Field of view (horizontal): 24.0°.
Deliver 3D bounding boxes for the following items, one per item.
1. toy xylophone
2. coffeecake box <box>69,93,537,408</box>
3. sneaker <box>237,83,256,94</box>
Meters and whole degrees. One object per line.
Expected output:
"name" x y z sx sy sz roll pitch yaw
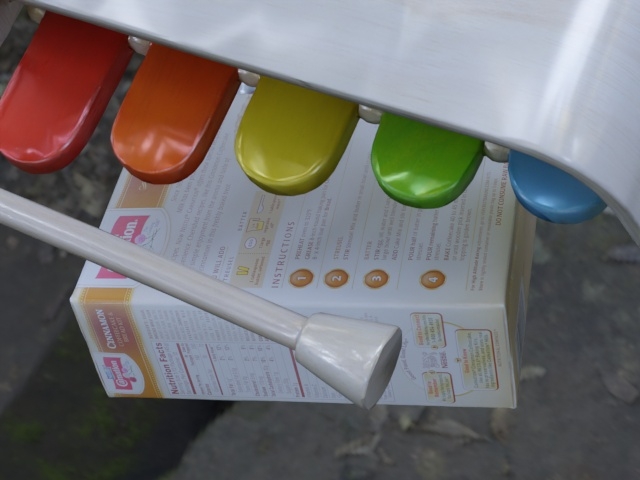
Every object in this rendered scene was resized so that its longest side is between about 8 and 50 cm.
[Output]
"toy xylophone" -0.011 -0.074 0.558 0.322 0.081 0.236 27 78 22
"coffeecake box" 0.000 0.000 0.681 0.185 0.068 0.142 0 44 14
"sneaker" -0.030 -0.072 0.876 0.236 0.095 0.104 -55 30 21
